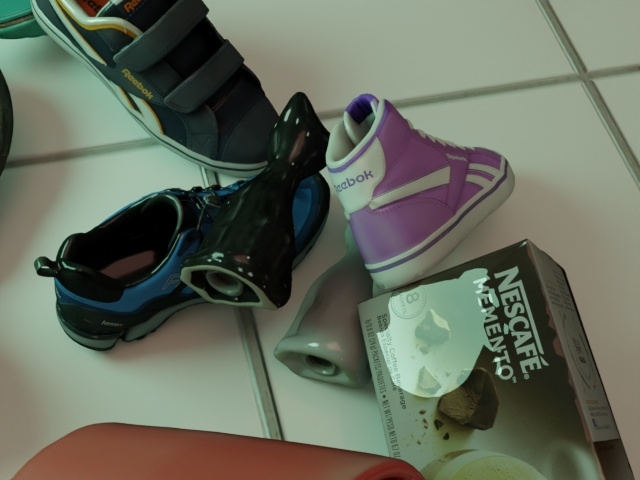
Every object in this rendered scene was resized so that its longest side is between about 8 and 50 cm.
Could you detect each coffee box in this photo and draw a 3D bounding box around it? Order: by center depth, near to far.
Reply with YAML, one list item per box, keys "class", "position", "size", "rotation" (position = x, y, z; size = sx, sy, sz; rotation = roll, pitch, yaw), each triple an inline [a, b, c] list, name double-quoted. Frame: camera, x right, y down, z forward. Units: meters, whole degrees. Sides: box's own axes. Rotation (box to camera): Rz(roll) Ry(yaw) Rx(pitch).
- class: "coffee box"
  position: [0.153, 0.171, 0.626]
  size: [0.168, 0.119, 0.297]
  rotation: [-23, 63, 26]

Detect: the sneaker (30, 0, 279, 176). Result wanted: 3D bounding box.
- class: "sneaker"
  position: [-0.163, -0.194, 0.795]
  size: [0.321, 0.127, 0.126]
  rotation: [37, 62, -8]

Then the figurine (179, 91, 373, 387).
- class: "figurine"
  position: [0.000, 0.000, 0.721]
  size: [0.215, 0.092, 0.210]
  rotation: [46, 55, -33]

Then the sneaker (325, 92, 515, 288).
- class: "sneaker"
  position: [0.100, -0.082, 0.744]
  size: [0.161, 0.102, 0.282]
  rotation: [61, 33, -6]

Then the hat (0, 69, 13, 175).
- class: "hat"
  position: [-0.479, -0.101, 0.738]
  size: [0.331, 0.134, 0.332]
  rotation: [10, 64, -22]

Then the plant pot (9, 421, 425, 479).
- class: "plant pot"
  position: [-0.085, 0.249, 0.509]
  size: [0.243, 0.275, 0.275]
  rotation: [9, 56, 30]

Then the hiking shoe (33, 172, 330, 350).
- class: "hiking shoe"
  position: [-0.109, -0.001, 0.729]
  size: [0.304, 0.132, 0.113]
  rotation: [-31, 69, -23]

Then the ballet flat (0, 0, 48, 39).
- class: "ballet flat"
  position: [-0.301, -0.293, 0.896]
  size: [0.083, 0.087, 0.247]
  rotation: [31, 64, 17]
